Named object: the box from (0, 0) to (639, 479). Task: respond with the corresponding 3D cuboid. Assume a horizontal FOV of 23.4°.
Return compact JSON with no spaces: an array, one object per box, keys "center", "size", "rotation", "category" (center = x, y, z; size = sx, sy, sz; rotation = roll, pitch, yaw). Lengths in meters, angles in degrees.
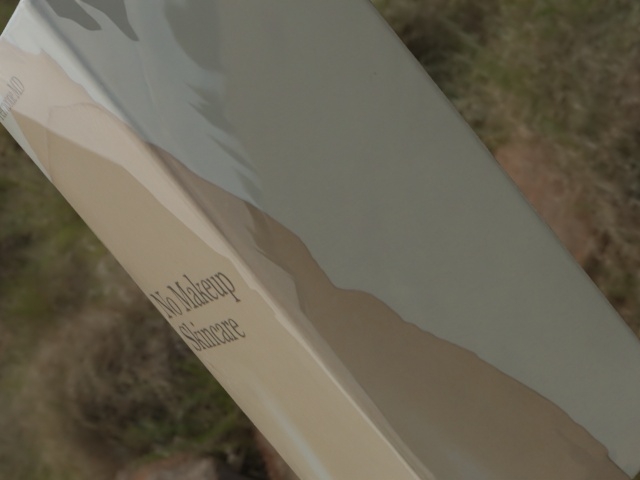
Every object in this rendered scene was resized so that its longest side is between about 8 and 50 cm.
[{"center":[0.000,0.000,0.679],"size":[0.121,0.311,0.148],"rotation":[-42,6,-22],"category":"box"}]
